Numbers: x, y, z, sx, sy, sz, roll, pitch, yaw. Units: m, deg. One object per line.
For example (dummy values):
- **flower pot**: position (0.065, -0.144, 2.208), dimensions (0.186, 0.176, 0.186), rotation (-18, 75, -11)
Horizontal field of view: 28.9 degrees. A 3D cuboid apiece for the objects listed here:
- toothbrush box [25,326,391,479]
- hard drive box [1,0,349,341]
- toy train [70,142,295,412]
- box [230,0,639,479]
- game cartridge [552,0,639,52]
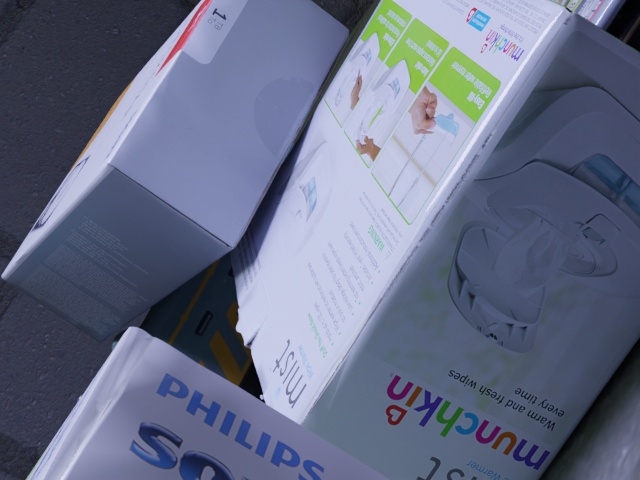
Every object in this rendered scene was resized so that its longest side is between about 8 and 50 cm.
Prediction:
- **toothbrush box**: position (-0.052, 0.198, 0.407), dimensions (0.283, 0.206, 0.122), rotation (-52, 9, 32)
- **hard drive box**: position (-0.100, -0.053, 0.822), dimensions (0.232, 0.089, 0.181), rotation (-32, 26, 55)
- **toy train**: position (-0.046, 0.075, 0.923), dimensions (0.334, 0.190, 0.142), rotation (-62, 8, -31)
- **box**: position (0.065, -0.017, 0.651), dimensions (0.231, 0.127, 0.262), rotation (-59, 18, 12)
- **game cartridge**: position (0.214, -0.181, 0.844), dimensions (0.294, 0.060, 0.196), rotation (-57, 4, 7)
